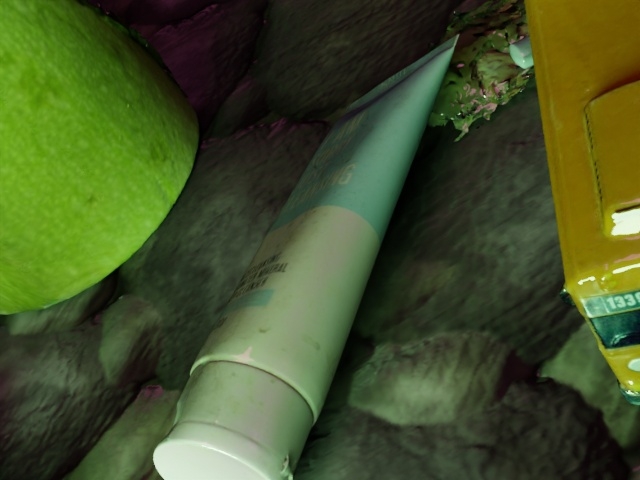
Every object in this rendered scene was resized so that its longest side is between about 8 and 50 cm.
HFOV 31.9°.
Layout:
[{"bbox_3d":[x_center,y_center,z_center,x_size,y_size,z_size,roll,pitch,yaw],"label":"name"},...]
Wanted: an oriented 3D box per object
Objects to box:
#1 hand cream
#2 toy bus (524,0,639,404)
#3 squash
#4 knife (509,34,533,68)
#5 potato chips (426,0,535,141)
[{"bbox_3d":[0.000,0.000,0.630,0.111,0.070,0.312,-31,29,46],"label":"hand cream"},{"bbox_3d":[0.156,-0.040,0.505,0.098,0.114,0.201,-18,50,24],"label":"toy bus"},{"bbox_3d":[-0.264,-0.110,0.756,0.234,0.309,0.210,-18,41,23],"label":"squash"},{"bbox_3d":[0.185,-0.168,0.675,0.210,0.015,0.028,-42,31,-20],"label":"knife"},{"bbox_3d":[0.169,-0.130,0.679,0.220,0.029,0.202,-9,44,28],"label":"potato chips"}]
